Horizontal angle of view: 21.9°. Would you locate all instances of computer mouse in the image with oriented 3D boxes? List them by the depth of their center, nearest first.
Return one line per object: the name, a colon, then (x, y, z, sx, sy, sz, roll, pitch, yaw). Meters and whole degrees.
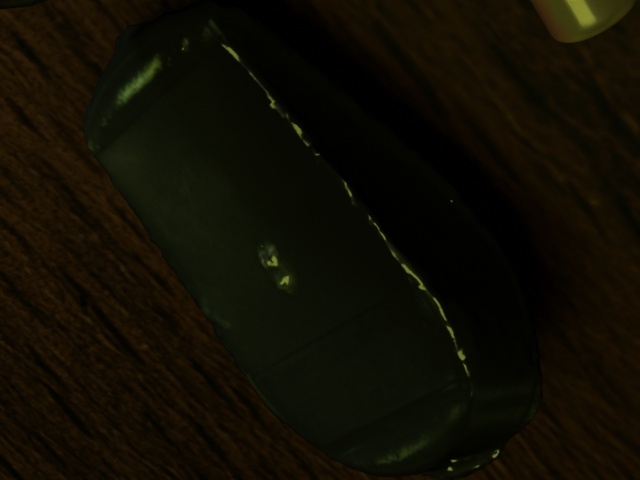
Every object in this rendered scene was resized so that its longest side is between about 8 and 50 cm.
computer mouse: (0.004, -0.002, 0.864, 0.295, 0.087, 0.168, 52, 141, -5)

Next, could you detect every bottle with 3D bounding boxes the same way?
bottle: (0.097, -0.135, 0.715, 0.045, 0.045, 0.096, -19, 116, 40)

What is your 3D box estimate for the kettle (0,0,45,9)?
kettle: (-0.140, -0.229, 0.651, 0.202, 0.144, 0.232, -23, 135, 19)
